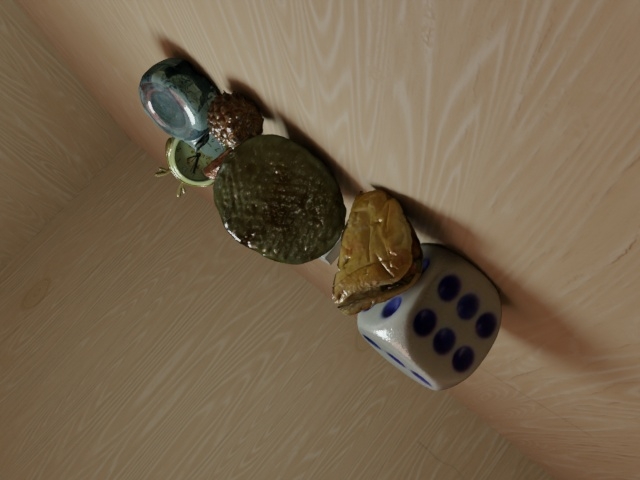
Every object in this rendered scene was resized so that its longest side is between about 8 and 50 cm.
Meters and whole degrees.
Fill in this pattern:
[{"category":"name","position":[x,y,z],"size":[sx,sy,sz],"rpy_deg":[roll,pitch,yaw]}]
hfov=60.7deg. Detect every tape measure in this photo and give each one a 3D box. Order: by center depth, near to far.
[{"category":"tape measure","position":[-0.451,-0.448,1.761],"size":[0.256,0.147,0.275],"rpy_deg":[35,147,1]}]

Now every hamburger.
[{"category":"hamburger","position":[0.168,0.038,1.395],"size":[0.209,0.330,0.162],"rpy_deg":[0,155,38]}]

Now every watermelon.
[{"category":"watermelon","position":[-0.294,-0.238,1.889],"size":[0.256,0.140,0.193],"rpy_deg":[-14,137,28]}]

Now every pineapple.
[{"category":"pineapple","position":[-0.261,-0.355,1.589],"size":[0.193,0.166,0.166],"rpy_deg":[31,165,37]}]

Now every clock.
[{"category":"clock","position":[-0.449,-0.307,1.967],"size":[0.235,0.308,0.096],"rpy_deg":[49,169,-33]}]

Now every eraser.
[{"category":"eraser","position":[0.000,0.000,2.134],"size":[0.210,0.124,0.068],"rpy_deg":[30,165,45]}]

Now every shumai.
[{"category":"shumai","position":[-0.116,-0.130,1.652],"size":[0.397,0.324,0.323],"rpy_deg":[36,-173,-8]}]

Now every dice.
[{"category":"dice","position":[0.294,0.207,1.514],"size":[0.277,0.304,0.304],"rpy_deg":[44,168,-13]}]
